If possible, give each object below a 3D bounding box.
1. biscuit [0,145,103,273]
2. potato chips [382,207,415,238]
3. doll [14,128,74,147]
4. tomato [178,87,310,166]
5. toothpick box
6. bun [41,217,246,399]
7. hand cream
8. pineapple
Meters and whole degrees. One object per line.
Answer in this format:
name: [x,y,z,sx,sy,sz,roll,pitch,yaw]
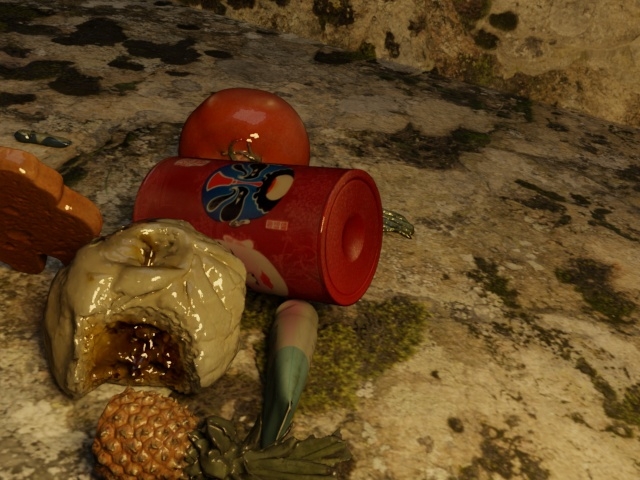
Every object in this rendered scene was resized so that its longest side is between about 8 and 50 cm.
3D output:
biscuit: [-0.403,-0.033,1.135,0.202,0.334,0.047,8,63,3]
potato chips: [0.092,-0.048,1.634,0.207,0.028,0.092,14,26,3]
doll: [-0.590,-0.217,1.716,0.125,0.027,0.037,8,19,-4]
tomato: [-0.146,-0.172,1.551,0.256,0.256,0.224,8,42,-5]
toothpick box: [-0.095,-0.021,1.231,0.333,0.204,0.204,6,22,29]
bun: [-0.232,0.075,1.078,0.281,0.205,0.281,8,25,-4]
hand cream: [-0.049,0.179,1.072,0.070,0.111,0.312,20,21,-3]
pineapple: [-0.105,0.233,0.880,0.277,0.119,0.130,11,51,13]
